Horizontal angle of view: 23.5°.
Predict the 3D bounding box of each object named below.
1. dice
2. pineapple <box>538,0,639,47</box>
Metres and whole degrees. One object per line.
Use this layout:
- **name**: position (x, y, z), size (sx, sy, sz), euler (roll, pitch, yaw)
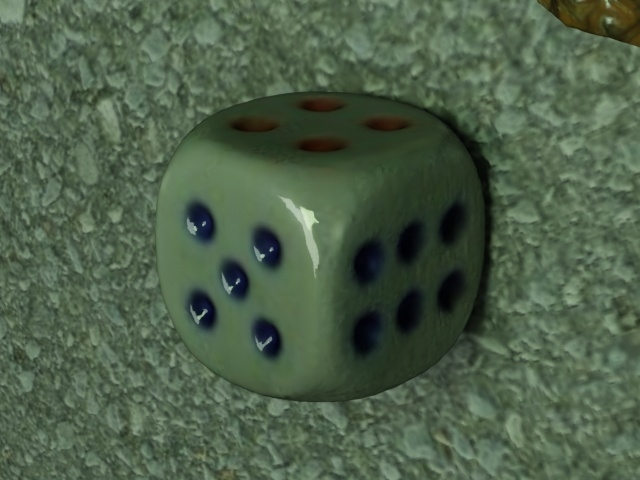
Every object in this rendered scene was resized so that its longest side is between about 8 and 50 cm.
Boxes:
- **dice**: position (0.000, 0.000, 1.169), size (0.192, 0.193, 0.194), euler (18, 116, 39)
- **pineapple**: position (0.208, -0.293, 0.871), size (0.165, 0.165, 0.364), euler (26, 121, 36)
